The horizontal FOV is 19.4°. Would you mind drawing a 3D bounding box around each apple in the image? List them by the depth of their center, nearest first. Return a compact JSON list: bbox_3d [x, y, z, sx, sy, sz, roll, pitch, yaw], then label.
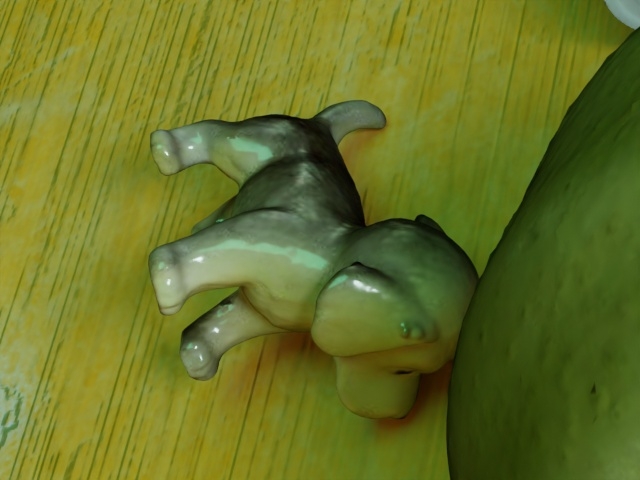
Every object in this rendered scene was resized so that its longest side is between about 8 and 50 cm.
[{"bbox_3d":[0.200,0.046,0.746,0.311,0.360,0.320,-18,61,-21],"label":"apple"}]

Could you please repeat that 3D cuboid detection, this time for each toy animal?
[{"bbox_3d":[-0.011,0.010,1.066,0.168,0.121,0.233,-20,39,-3],"label":"toy animal"}]

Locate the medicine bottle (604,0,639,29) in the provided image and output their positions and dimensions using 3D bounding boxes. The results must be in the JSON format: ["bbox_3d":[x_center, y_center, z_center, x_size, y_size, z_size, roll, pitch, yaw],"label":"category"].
[{"bbox_3d":[0.197,-0.240,1.091,0.139,0.139,0.225,-22,50,16],"label":"medicine bottle"}]
